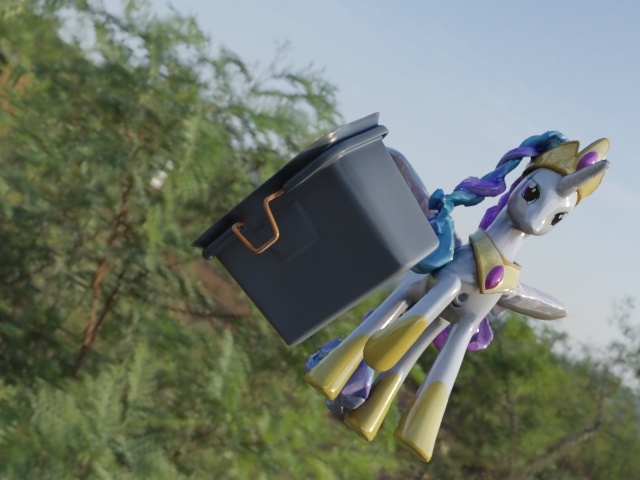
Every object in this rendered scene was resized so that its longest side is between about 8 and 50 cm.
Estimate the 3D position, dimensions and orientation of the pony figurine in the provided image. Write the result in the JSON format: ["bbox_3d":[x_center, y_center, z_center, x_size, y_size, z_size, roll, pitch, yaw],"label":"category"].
[{"bbox_3d":[0.140,0.048,1.148,0.303,0.363,0.351,41,-13,-7],"label":"pony figurine"}]

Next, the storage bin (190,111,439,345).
[{"bbox_3d":[0.000,0.000,0.650,0.091,0.135,0.098,55,32,4],"label":"storage bin"}]
